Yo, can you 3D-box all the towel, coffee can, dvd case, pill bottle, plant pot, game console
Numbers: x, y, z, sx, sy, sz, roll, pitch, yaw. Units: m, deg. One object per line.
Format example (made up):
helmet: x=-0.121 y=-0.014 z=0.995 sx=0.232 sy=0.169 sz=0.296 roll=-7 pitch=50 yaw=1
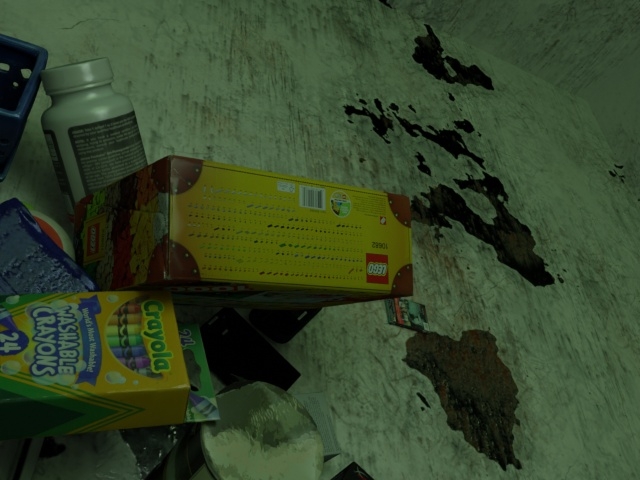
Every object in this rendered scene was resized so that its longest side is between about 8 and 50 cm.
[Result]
towel: x=-0.525 y=0.098 z=1.171 sx=0.227 sy=0.076 sz=0.308 roll=47 pitch=55 yaw=3
coffee can: x=-0.147 y=0.377 z=1.205 sx=0.202 sy=0.275 sz=0.201 roll=22 pitch=41 yaw=-21
dvd case: x=0.215 y=0.182 z=1.887 sx=0.119 sy=0.013 sz=0.087 roll=16 pitch=44 yaw=-24
pill bottle: x=-0.437 y=-0.185 z=1.484 sx=0.176 sy=0.176 sz=0.318 roll=-34 pitch=119 yaw=-50
plant pot: x=-0.674 y=-0.256 z=1.455 sx=0.236 sy=0.212 sz=0.236 roll=15 pitch=43 yaw=-17
game console: x=-0.099 y=0.193 z=1.612 sx=0.213 sy=0.044 sz=0.361 roll=44 pitch=39 yaw=5

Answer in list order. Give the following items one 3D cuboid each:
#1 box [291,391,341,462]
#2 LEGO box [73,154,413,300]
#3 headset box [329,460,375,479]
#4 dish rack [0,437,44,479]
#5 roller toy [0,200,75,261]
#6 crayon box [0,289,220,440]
box: x=-0.048 y=0.363 z=1.447 sx=0.137 sy=0.072 sz=0.126 roll=4 pitch=58 yaw=-36
LEGO box: x=-0.138 y=0.013 z=1.378 sx=0.500 sy=0.372 sz=0.193 roll=6 pitch=78 yaw=-37
headset box: x=0.049 y=0.566 z=1.303 sx=0.218 sy=0.110 sz=0.293 roll=42 pitch=39 yaw=4
dish rack: x=-0.565 y=0.313 z=1.106 sx=0.286 sy=0.072 sz=0.332 roll=23 pitch=41 yaw=-20
roller toy: x=-0.537 y=0.053 z=1.323 sx=0.191 sy=0.146 sz=0.209 roll=41 pitch=48 yaw=-3
crayon box: x=-0.312 y=0.166 z=1.080 sx=0.323 sy=0.083 sz=0.203 roll=0 pitch=38 yaw=-21
